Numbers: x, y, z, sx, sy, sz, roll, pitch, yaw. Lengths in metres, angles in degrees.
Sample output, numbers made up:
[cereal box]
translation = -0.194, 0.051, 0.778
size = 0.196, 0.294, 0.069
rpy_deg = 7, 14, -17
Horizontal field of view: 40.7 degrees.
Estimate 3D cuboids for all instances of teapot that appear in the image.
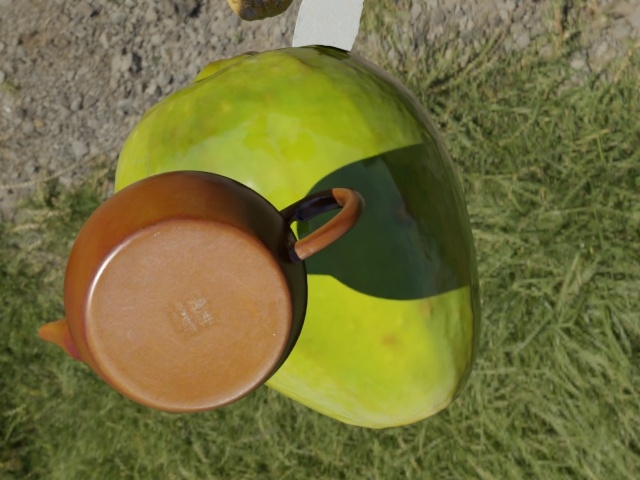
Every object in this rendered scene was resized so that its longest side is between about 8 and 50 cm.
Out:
[teapot]
translation = -0.058, 0.016, 0.410
size = 0.173, 0.116, 0.116
rpy_deg = -26, 126, -1

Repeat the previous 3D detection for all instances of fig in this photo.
[fig]
translation = 0.000, 0.000, 0.689
size = 0.258, 0.258, 0.326
rpy_deg = -35, 92, 33

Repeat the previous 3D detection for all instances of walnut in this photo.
[walnut]
translation = -0.107, -0.457, 1.467
size = 0.144, 0.144, 0.180
rpy_deg = -5, 160, 14

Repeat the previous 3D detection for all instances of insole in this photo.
[insole]
translation = 0.020, -0.241, 0.824
size = 0.065, 0.197, 0.004
rpy_deg = 23, 174, -29
